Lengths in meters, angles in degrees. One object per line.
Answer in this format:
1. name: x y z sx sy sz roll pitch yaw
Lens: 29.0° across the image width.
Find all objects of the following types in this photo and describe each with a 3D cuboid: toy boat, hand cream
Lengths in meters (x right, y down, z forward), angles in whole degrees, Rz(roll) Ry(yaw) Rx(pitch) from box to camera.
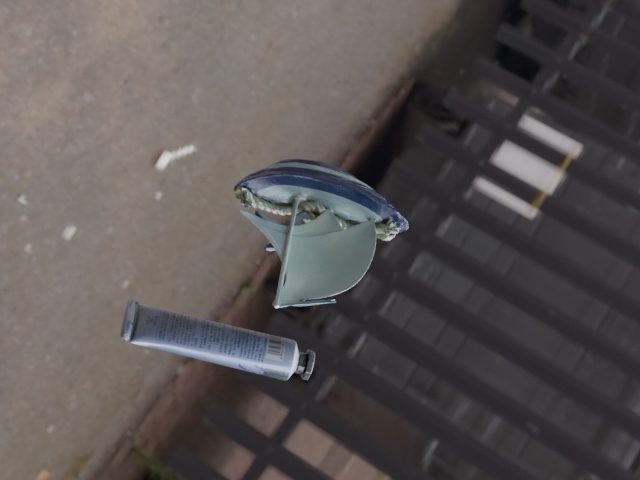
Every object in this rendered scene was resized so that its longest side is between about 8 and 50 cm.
1. toy boat: -0.025 -0.014 1.516 0.291 0.210 0.070 -45 154 -51
2. hand cream: -0.133 0.131 1.625 0.088 0.256 0.055 -88 -164 -56
